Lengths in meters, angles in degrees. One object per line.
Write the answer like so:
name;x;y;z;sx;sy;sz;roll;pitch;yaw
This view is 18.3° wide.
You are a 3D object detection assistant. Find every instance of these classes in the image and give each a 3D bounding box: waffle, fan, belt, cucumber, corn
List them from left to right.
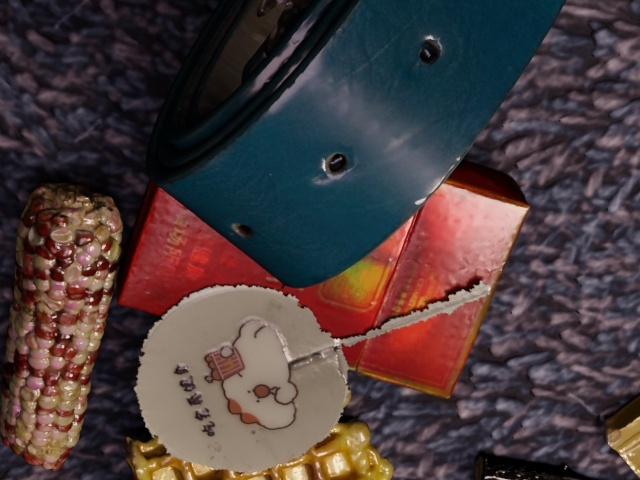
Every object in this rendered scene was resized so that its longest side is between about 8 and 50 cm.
corn;-0.236;0.077;1.744;0.092;0.092;0.280;10;115;-9
waffle;-0.065;0.258;1.823;0.283;0.065;0.309;28;88;-14
fan;-0.005;0.100;1.726;0.329;0.009;0.191;-19;115;6
belt;0.041;-0.179;1.525;0.173;0.300;0.436;42;71;-21
cucumber;0.225;0.231;1.880;0.163;0.043;0.039;11;69;-12

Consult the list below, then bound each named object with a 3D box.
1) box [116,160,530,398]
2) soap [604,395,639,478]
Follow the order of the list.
box;0.000;-0.001;1.734;0.313;0.089;0.197;16;109;-12
soap;0.389;0.139;1.854;0.252;0.037;0.092;-35;110;10
